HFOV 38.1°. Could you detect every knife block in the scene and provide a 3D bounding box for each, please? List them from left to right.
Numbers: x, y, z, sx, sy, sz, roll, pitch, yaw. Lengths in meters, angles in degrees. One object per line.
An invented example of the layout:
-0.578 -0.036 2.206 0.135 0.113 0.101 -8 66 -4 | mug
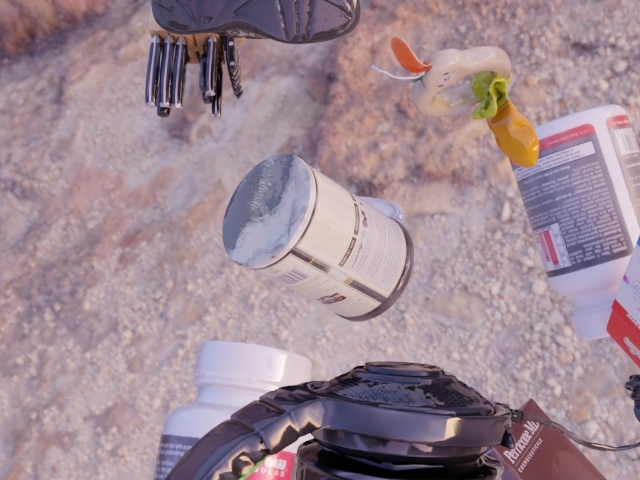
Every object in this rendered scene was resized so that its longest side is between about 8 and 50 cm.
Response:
-0.196 -0.301 1.274 0.242 0.088 0.275 -41 74 -14 | knife block

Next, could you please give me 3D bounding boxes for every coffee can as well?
0.000 0.000 1.582 0.201 0.275 0.202 -23 53 34 | coffee can

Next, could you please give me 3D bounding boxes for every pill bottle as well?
-0.096 0.278 1.002 0.176 0.176 0.319 0 72 30 | pill bottle
0.466 -0.028 1.575 0.210 0.210 0.363 -18 86 15 | pill bottle

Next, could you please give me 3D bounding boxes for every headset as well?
0.084 0.176 0.539 0.394 0.244 0.185 -26 11 -23 | headset

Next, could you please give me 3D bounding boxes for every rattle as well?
0.158 -0.154 1.080 0.130 0.199 0.143 -11 83 32 | rattle

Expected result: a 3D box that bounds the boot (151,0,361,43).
-0.064 -0.287 1.102 0.236 0.085 0.178 2 19 7 | boot

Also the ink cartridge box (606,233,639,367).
0.516 0.087 1.366 0.078 0.231 0.134 -15 45 -20 | ink cartridge box

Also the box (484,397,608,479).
0.337 0.411 1.201 0.381 0.191 0.143 46 118 11 | box

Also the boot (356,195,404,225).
0.035 -0.058 1.773 0.258 0.123 0.095 -6 61 -1 | boot
